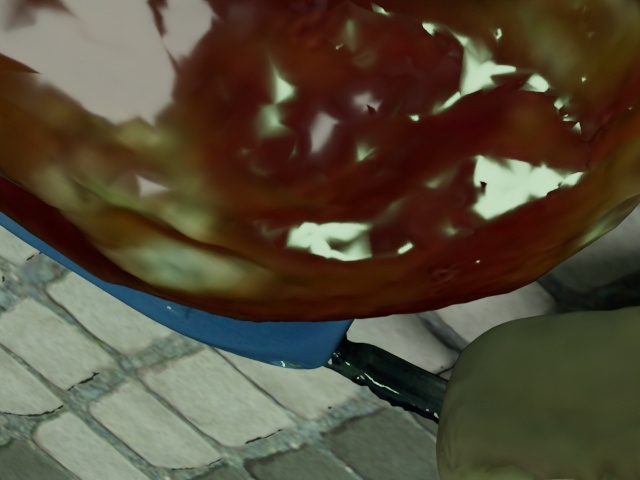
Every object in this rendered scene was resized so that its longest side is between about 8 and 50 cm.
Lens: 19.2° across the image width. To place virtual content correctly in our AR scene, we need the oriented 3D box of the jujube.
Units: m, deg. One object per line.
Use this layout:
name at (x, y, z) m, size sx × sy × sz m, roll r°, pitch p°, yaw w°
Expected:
jujube at (-0.044, -0.133, 0.593) m, size 0.377 × 0.276 × 0.276 m, roll 37°, pitch 146°, yaw -4°

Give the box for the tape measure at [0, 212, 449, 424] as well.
tape measure at (0.000, 0.000, 0.865) m, size 0.351 × 0.098 × 0.215 m, roll 30°, pitch 147°, yaw 1°

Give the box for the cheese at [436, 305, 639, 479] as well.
cheese at (0.259, 0.159, 0.820) m, size 0.328 × 0.129 × 0.351 m, roll -8°, pitch 132°, yaw 39°
